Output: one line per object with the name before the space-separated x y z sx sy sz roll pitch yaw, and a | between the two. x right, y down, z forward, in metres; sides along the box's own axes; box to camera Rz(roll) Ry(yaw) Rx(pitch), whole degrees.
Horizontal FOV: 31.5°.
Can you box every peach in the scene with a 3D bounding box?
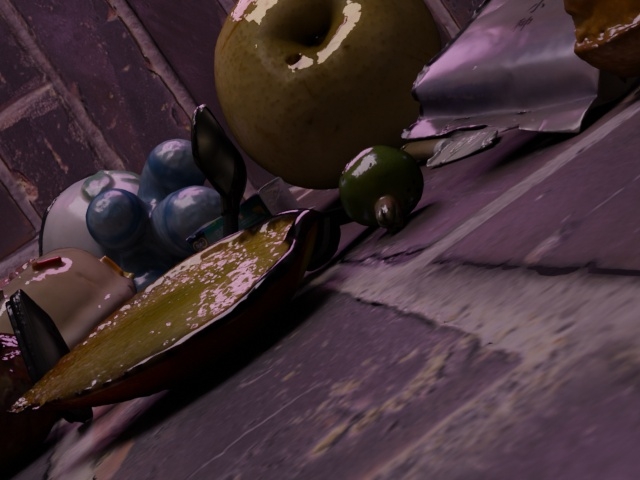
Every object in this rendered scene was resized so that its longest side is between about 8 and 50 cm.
peach | -0.104 0.073 0.867 0.279 0.068 0.189 -34 13 -4

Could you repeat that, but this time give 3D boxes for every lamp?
lamp | -0.156 0.022 0.987 0.283 0.124 0.203 -42 -20 -8

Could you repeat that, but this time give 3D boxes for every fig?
fig | -0.348 0.170 1.089 0.160 0.143 0.230 2 -29 -41

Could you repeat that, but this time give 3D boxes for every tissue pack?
tissue pack | -0.061 -0.003 1.150 0.111 0.085 0.079 -31 5 34

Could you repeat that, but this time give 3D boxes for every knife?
knife | 0.127 -0.092 1.170 0.047 0.017 0.298 -37 10 -11

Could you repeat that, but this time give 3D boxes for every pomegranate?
pomegranate | 0.056 -0.042 0.949 0.073 0.073 0.084 -36 42 -19

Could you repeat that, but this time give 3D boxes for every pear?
pear | 0.012 -0.210 1.461 0.309 0.309 0.309 -34 6 4

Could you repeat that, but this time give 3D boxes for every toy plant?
toy plant | -0.224 -0.007 1.549 0.247 0.247 0.332 -37 13 -30

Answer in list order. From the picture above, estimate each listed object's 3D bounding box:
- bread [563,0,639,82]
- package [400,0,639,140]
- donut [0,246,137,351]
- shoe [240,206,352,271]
bread | 0.286 -0.218 0.789 0.260 0.129 0.134 -39 14 -29
package | 0.190 -0.176 0.928 0.204 0.062 0.251 2 56 54
donut | -0.382 0.143 1.340 0.382 0.142 0.382 -37 9 6
shoe | 0.000 0.000 1.008 0.179 0.049 0.071 -15 0 -34
